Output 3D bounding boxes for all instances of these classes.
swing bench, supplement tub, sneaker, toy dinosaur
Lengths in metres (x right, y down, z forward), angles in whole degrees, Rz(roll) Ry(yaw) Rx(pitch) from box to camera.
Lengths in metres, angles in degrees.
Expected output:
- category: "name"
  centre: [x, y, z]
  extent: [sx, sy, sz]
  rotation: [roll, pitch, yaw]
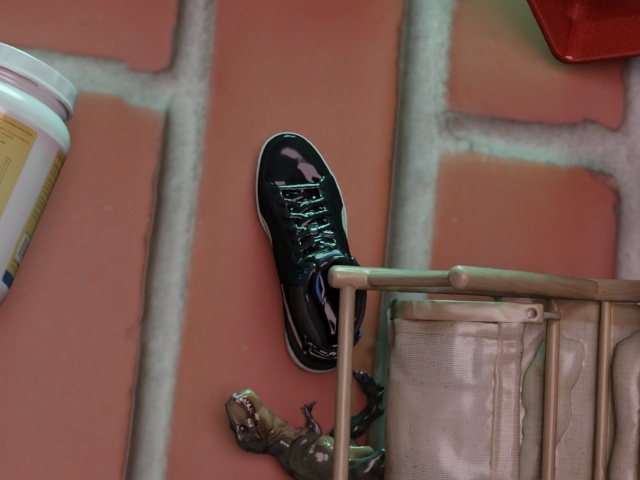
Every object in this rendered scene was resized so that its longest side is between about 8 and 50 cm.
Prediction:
- category: "swing bench"
  centre: [0.147, 0.151, 1.419]
  extent: [0.254, 0.165, 0.253]
  rotation: [5, 86, -38]
- category: "supplement tub"
  centre: [-0.294, -0.055, 1.441]
  extent: [0.144, 0.144, 0.200]
  rotation: [23, 75, -5]
- category: "sneaker"
  centre: [0.000, 0.000, 1.497]
  extent: [0.079, 0.121, 0.217]
  rotation: [-9, 81, -13]
- category: "toy dinosaur"
  centre: [0.043, 0.188, 1.503]
  extent: [0.268, 0.064, 0.118]
  rotation: [37, 78, -6]

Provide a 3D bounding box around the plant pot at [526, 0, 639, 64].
- category: "plant pot"
  centre: [0.309, -0.342, 1.529]
  extent: [0.267, 0.267, 0.236]
  rotation: [-4, 52, 27]
